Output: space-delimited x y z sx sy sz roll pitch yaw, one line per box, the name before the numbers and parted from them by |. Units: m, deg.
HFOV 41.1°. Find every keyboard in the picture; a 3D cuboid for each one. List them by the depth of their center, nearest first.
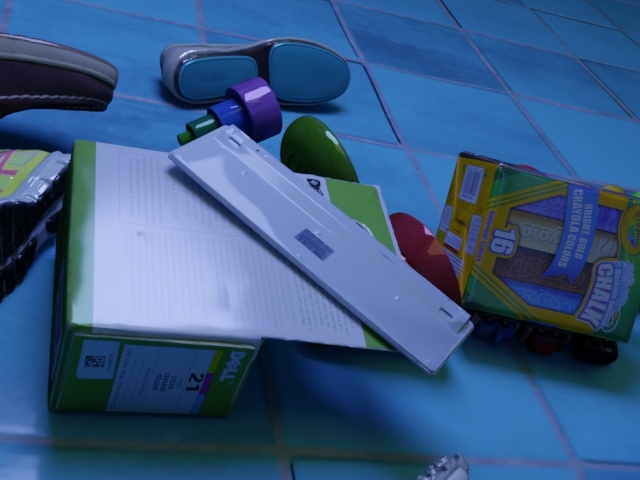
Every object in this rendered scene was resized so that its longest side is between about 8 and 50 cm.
keyboard | 0.000 0.000 0.640 0.256 0.014 0.072 39 47 12

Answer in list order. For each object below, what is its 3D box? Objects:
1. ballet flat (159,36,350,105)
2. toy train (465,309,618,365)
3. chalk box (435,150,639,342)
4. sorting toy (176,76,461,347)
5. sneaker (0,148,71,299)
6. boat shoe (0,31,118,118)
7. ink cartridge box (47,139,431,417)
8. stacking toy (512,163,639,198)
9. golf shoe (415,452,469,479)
ballet flat | -0.082 -0.210 1.050 0.248 0.086 0.086 -4 40 -32
toy train | 0.208 0.091 0.804 0.158 0.027 0.036 13 43 -11
chalk box | 0.228 0.009 0.807 0.213 0.132 0.132 14 8 -9
sorting toy | -0.027 -0.023 0.795 0.126 0.127 0.365 -26 53 -20
sneaker | -0.268 -0.018 0.667 0.094 0.081 0.208 15 25 5
boat shoe | -0.346 -0.112 0.731 0.342 0.123 0.123 -3 3 -28
ink cartridge box | -0.067 0.033 0.651 0.255 0.097 0.189 7 43 -20
stacking toy | 0.331 -0.003 0.934 0.330 0.141 0.141 17 32 7
golf shoe | 0.061 0.207 0.535 0.086 0.069 0.176 48 40 5
